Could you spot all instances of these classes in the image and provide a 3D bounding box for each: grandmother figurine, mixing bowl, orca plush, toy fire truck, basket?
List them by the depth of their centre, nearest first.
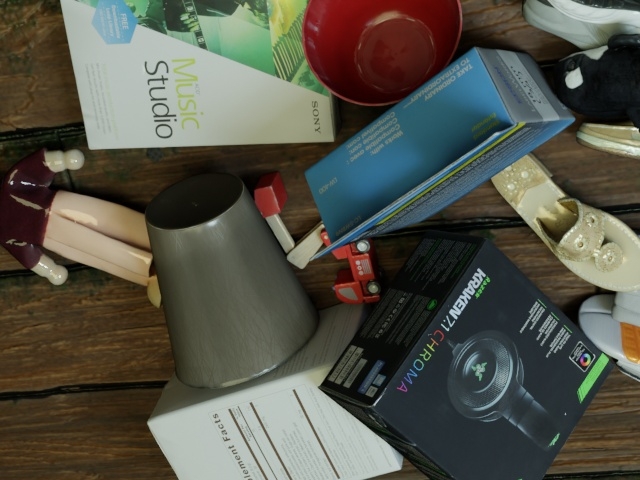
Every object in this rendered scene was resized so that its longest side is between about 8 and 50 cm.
[{"bbox_3d":[0.386,-0.142,1.276,0.287,0.151,0.102,11,75,17],"label":"orca plush"},{"bbox_3d":[0.077,-0.228,1.347,0.181,0.098,0.181,-2,79,13],"label":"mixing bowl"},{"bbox_3d":[-0.122,0.041,1.480,0.204,0.154,0.227,-27,123,-16],"label":"basket"},{"bbox_3d":[0.000,0.000,1.524,0.135,0.047,0.192,-8,116,15],"label":"toy fire truck"},{"bbox_3d":[-0.354,-0.031,1.549,0.342,0.104,0.208,17,110,-1],"label":"grandmother figurine"}]

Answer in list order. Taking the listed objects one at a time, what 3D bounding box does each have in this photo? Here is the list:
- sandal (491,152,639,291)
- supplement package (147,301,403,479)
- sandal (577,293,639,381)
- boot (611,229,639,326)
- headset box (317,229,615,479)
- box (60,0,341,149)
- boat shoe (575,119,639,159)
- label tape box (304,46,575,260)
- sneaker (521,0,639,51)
[{"bbox_3d":[0.287,-0.016,1.400,0.240,0.079,0.088,44,117,11],"label":"sandal"},{"bbox_3d":[-0.047,0.225,1.573,0.293,0.177,0.175,-19,111,19],"label":"supplement package"},{"bbox_3d":[0.446,0.153,1.487,0.265,0.102,0.076,19,137,6],"label":"sandal"},{"bbox_3d":[0.486,0.073,1.433,0.258,0.095,0.123,13,102,13],"label":"boot"},{"bbox_3d":[0.187,0.170,1.435,0.283,0.131,0.246,43,75,-25],"label":"headset box"},{"bbox_3d":[-0.144,-0.229,1.429,0.322,0.058,0.232,-2,116,10],"label":"box"},{"bbox_3d":[0.396,-0.130,1.381,0.190,0.068,0.072,7,106,-4],"label":"boat shoe"},{"bbox_3d":[0.118,-0.102,1.283,0.240,0.333,0.106,-35,82,24],"label":"label tape box"},{"bbox_3d":[0.353,-0.246,1.318,0.271,0.100,0.108,19,156,-8],"label":"sneaker"}]
